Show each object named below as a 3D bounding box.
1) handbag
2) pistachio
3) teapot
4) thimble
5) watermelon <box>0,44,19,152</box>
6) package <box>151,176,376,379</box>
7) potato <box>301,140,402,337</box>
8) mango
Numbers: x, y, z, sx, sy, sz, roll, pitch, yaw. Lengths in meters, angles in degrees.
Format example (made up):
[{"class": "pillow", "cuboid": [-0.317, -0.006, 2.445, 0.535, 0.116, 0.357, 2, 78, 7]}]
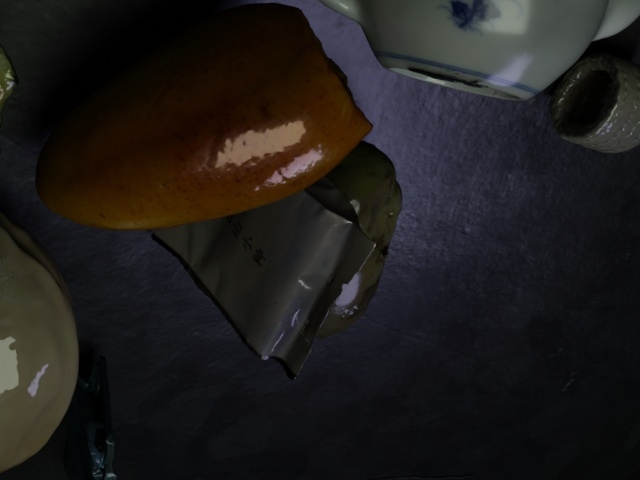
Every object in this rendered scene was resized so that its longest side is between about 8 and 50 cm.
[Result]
[{"class": "handbag", "cuboid": [-0.275, 0.256, 1.770, 0.057, 0.144, 0.221, -9, 137, -17]}, {"class": "pistachio", "cuboid": [-0.366, 0.112, 1.548, 0.226, 0.208, 0.331, 25, 121, 9]}, {"class": "teapot", "cuboid": [0.156, -0.284, 1.386, 0.424, 0.252, 0.280, 12, 94, -8]}, {"class": "thimble", "cuboid": [0.336, -0.159, 1.693, 0.090, 0.102, 0.115, 11, 156, -35]}, {"class": "watermelon", "cuboid": [-0.439, -0.089, 1.289, 0.331, 0.189, 0.330, -4, 100, -21]}, {"class": "package", "cuboid": [-0.065, -0.001, 1.556, 0.062, 0.251, 0.204, -16, 142, -50]}, {"class": "potato", "cuboid": [0.000, 0.000, 1.646, 0.165, 0.165, 0.262, 4, 126, -30]}, {"class": "mango", "cuboid": [-0.132, -0.111, 1.421, 0.350, 0.201, 0.199, -19, 171, 14]}]
